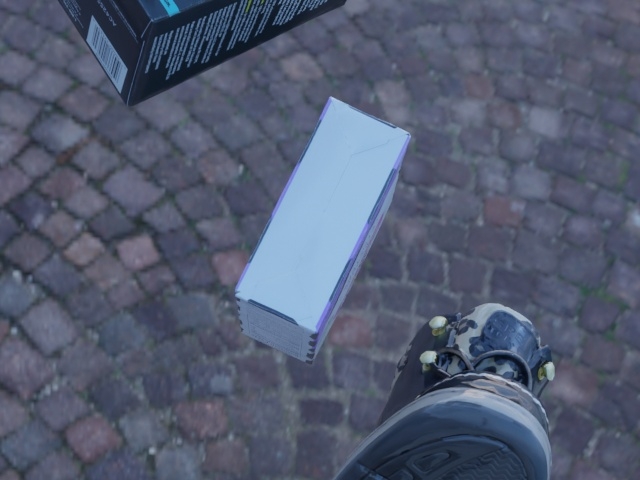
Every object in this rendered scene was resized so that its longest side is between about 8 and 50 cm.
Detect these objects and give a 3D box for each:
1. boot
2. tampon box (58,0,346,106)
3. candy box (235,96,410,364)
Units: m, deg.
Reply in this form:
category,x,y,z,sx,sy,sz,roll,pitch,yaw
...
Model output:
category,x,y,z,sx,sy,sz,roll,pitch,yaw
boot,0.099,0.155,1.055,0.138,0.377,0.284,22,46,7
tampon box,-0.067,-0.177,0.804,0.161,0.101,0.120,-29,79,-25
candy box,0.000,0.000,1.090,0.070,0.196,0.165,25,79,4
